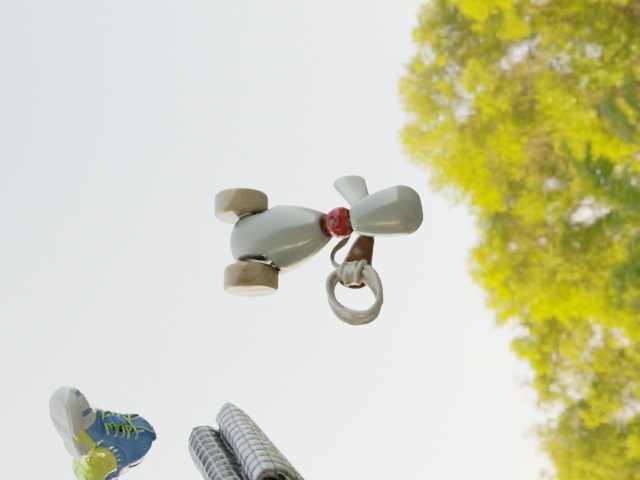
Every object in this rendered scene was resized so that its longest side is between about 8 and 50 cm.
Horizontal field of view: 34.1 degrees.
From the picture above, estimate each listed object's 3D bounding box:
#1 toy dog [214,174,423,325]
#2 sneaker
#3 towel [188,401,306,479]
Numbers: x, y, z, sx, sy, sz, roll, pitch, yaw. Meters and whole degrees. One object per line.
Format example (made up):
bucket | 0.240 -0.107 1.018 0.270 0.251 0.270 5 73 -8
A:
toy dog | 0.000 0.000 1.544 0.161 0.334 0.220 21 -97 -62
sneaker | -0.306 0.264 1.489 0.126 0.091 0.240 -28 -34 -24
towel | -0.056 0.387 1.468 0.283 0.121 0.235 52 171 -22
